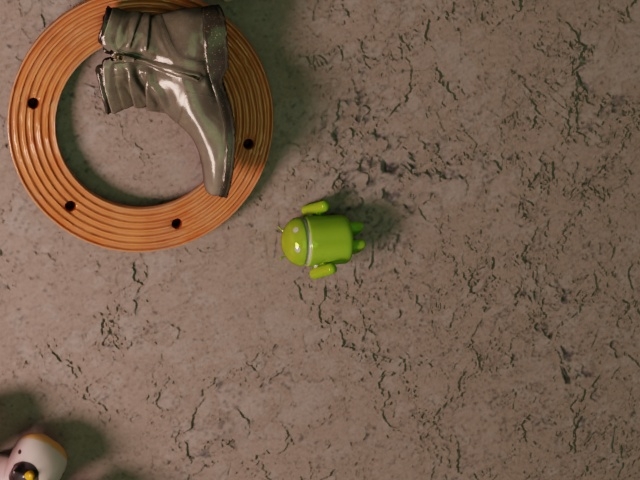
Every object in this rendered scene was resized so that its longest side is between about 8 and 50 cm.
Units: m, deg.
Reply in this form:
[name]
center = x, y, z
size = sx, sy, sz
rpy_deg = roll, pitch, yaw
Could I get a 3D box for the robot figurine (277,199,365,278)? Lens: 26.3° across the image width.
[robot figurine]
center = 0.000, 0.000, 1.813
size = 0.115, 0.067, 0.101
rpy_deg = -3, 79, -15

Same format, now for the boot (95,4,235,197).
[boot]
center = -0.190, -0.169, 1.680
size = 0.161, 0.083, 0.246
rpy_deg = -6, 102, -7

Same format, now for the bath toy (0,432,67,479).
[bath toy]
center = -0.447, 0.276, 1.736
size = 0.348, 0.129, 0.151
rpy_deg = 37, 94, -21

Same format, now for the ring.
[ring]
center = -0.224, -0.150, 1.726
size = 0.337, 0.032, 0.336
rpy_deg = -4, 108, -14
